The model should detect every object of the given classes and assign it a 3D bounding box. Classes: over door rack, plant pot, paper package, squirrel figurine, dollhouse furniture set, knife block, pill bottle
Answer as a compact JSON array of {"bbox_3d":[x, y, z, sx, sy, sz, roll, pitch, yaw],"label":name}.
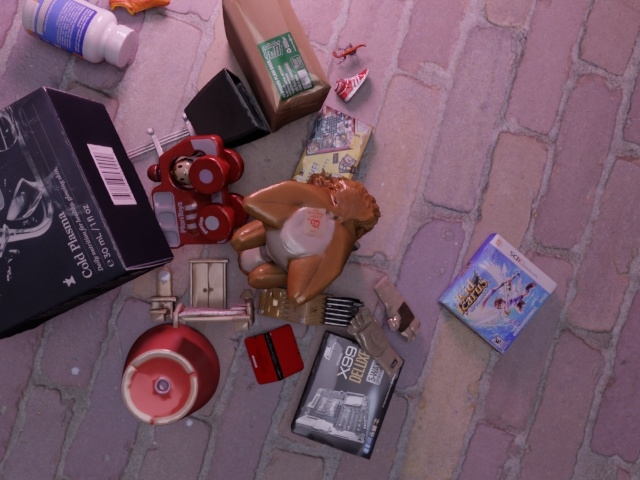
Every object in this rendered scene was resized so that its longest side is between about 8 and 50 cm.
[{"bbox_3d":[-0.422,-0.172,1.758,0.239,0.108,0.324,-23,91,-4],"label":"over door rack"},{"bbox_3d":[-0.415,0.372,1.680,0.274,0.243,0.275,0,88,-6],"label":"plant pot"},{"bbox_3d":[-0.126,-0.492,1.689,0.168,0.309,0.325,-26,92,-5],"label":"paper package"},{"bbox_3d":[-0.044,-0.012,1.630,0.397,0.370,0.281,-33,89,-23],"label":"squirrel figurine"},{"bbox_3d":[-0.327,0.134,1.636,0.303,0.355,0.174,-1,88,-4],"label":"dollhouse furniture set"},{"bbox_3d":[-0.270,-0.348,1.748,0.167,0.188,0.188,-29,92,8],"label":"plant pot"},{"bbox_3d":[-0.014,0.195,1.810,0.275,0.242,0.088,6,86,40],"label":"knife block"},{"bbox_3d":[-0.662,-0.588,1.723,0.272,0.152,0.152,25,87,-4],"label":"pill bottle"}]

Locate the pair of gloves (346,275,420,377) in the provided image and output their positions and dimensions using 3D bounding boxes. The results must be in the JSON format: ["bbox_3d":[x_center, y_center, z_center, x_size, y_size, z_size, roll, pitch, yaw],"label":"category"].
[{"bbox_3d":[0.187,0.243,1.774,0.204,0.042,0.240,51,50,-15],"label":"pair of gloves"}]

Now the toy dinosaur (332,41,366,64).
[{"bbox_3d":[0.074,-0.560,1.828,0.047,0.090,0.082,59,41,-12],"label":"toy dinosaur"}]

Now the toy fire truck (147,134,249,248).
[{"bbox_3d":[-0.341,-0.126,1.667,0.253,0.169,0.302,-2,106,12],"label":"toy fire truck"}]

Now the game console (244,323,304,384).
[{"bbox_3d":[-0.136,0.334,1.820,0.124,0.085,0.144,-18,90,26],"label":"game console"}]

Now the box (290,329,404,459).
[{"bbox_3d":[0.078,0.444,1.804,0.242,0.076,0.308,21,87,-4],"label":"box"}]

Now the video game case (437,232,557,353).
[{"bbox_3d":[0.530,0.157,1.859,0.244,0.061,0.269,40,86,-2],"label":"video game case"}]

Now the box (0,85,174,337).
[{"bbox_3d":[-0.718,-0.056,1.585,0.471,0.297,0.480,-25,89,11],"label":"box"}]

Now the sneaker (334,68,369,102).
[{"bbox_3d":[0.090,-0.475,1.841,0.067,0.042,0.118,38,88,-7],"label":"sneaker"}]

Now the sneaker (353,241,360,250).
[{"bbox_3d":[0.000,0.000,1.814,0.222,0.083,0.118,29,94,2],"label":"sneaker"}]

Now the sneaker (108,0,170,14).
[{"bbox_3d":[-0.520,-0.685,1.791,0.175,0.064,0.068,2,109,0],"label":"sneaker"}]

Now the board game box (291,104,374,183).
[{"bbox_3d":[0.035,-0.255,1.832,0.165,0.042,0.243,24,87,-4],"label":"board game box"}]
